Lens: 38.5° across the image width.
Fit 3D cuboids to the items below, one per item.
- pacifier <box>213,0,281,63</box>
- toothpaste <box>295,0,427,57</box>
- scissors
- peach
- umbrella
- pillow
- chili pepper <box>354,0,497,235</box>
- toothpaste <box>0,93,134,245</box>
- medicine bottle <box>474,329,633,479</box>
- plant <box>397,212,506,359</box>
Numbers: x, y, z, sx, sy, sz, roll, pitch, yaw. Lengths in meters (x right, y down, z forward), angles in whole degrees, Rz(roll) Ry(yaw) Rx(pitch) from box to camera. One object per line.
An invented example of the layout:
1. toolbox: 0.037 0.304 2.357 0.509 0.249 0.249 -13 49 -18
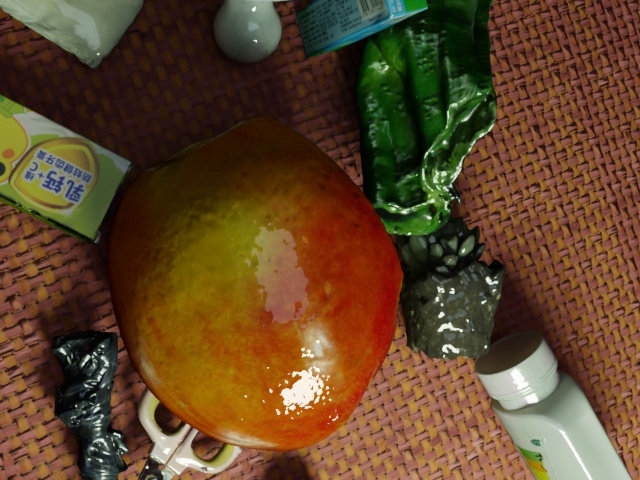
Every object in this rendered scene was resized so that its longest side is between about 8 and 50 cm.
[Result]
1. pacifier: -0.073 -0.321 1.102 0.244 0.299 0.233 -5 134 -18
2. toothpaste: 0.041 -0.277 1.101 0.050 0.267 0.065 -20 98 -20
3. scissors: -0.192 0.275 1.125 0.160 0.024 0.317 44 65 -22
4. peach: -0.076 0.068 1.066 0.306 0.242 0.380 -36 104 -20
5. umbrella: -0.277 0.221 1.104 0.080 0.071 0.224 -5 99 7
6. pillow: -0.327 -0.308 1.075 0.229 0.051 0.128 29 74 -20
7. chili pepper: 0.130 -0.205 1.168 0.168 0.213 0.384 10 77 -1
8. toothpaste: -0.386 -0.113 1.045 0.328 0.077 0.110 27 80 -20
9. medicine bottle: 0.332 0.274 1.285 0.111 0.161 0.296 -35 104 -19
10. plant: 0.173 0.059 1.234 0.129 0.132 0.194 -5 94 -18
